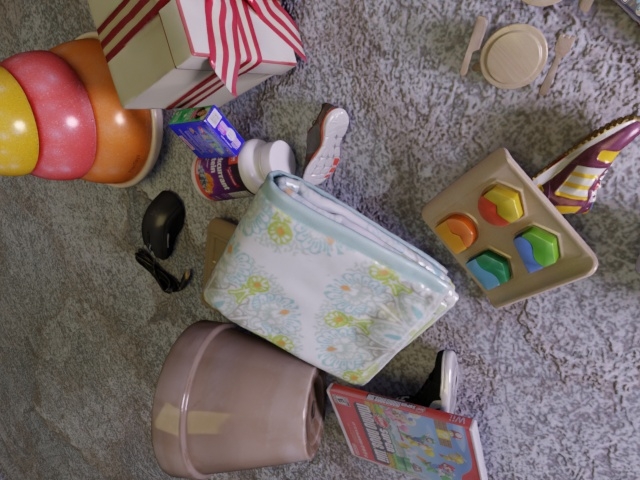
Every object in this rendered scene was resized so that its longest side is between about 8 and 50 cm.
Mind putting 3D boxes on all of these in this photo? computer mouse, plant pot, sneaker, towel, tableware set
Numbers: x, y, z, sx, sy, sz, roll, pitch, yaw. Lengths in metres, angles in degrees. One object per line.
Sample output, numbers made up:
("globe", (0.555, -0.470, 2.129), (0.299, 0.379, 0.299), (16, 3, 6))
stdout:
("computer mouse", (-0.387, 0.019, 1.077), (0.184, 0.060, 0.262), (43, 123, 13))
("plant pot", (-0.142, 0.338, 0.919), (0.280, 0.323, 0.324), (0, 107, 14))
("sneaker", (0.188, 0.294, 0.811), (0.121, 0.079, 0.217), (7, 111, 28))
("sneaker", (0.001, -0.175, 0.790), (0.065, 0.061, 0.158), (52, 128, 39))
("towel", (0.004, 0.091, 0.775), (0.374, 0.090, 0.321), (31, 123, -7))
("sneaker", (0.357, -0.086, 0.589), (0.084, 0.069, 0.185), (52, 133, 7))
("tableware set", (0.272, -0.298, 0.568), (0.128, 0.039, 0.194), (19, 132, 10))

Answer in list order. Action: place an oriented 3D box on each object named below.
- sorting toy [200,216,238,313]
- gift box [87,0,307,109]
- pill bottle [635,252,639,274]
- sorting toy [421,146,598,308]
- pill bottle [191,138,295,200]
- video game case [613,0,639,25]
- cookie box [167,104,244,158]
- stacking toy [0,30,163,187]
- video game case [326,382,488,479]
("sorting toy", (-0.130, 0.102, 0.968), (0.307, 0.041, 0.229), (24, 118, 18))
("gift box", (-0.192, -0.351, 0.726), (0.258, 0.255, 0.277), (-13, 101, 41))
("pill bottle", (0.507, 0.050, 0.511), (0.208, 0.117, 0.118), (28, 119, 20))
("sorting toy", (0.263, -0.005, 0.651), (0.208, 0.038, 0.193), (54, 146, 6))
("pill bottle", (-0.149, -0.139, 0.849), (0.193, 0.108, 0.108), (-4, 104, 32))
("video game case", (0.426, -0.350, 0.481), (0.183, 0.023, 0.201), (50, 123, 8))
("cookie box", (-0.207, -0.194, 0.788), (0.107, 0.040, 0.092), (6, 150, 36))
("stacking toy", (-0.598, -0.243, 0.860), (0.350, 0.479, 0.351), (10, 111, 28))
("video game case", (0.159, 0.375, 0.818), (0.285, 0.025, 0.204), (1, 122, 35))
